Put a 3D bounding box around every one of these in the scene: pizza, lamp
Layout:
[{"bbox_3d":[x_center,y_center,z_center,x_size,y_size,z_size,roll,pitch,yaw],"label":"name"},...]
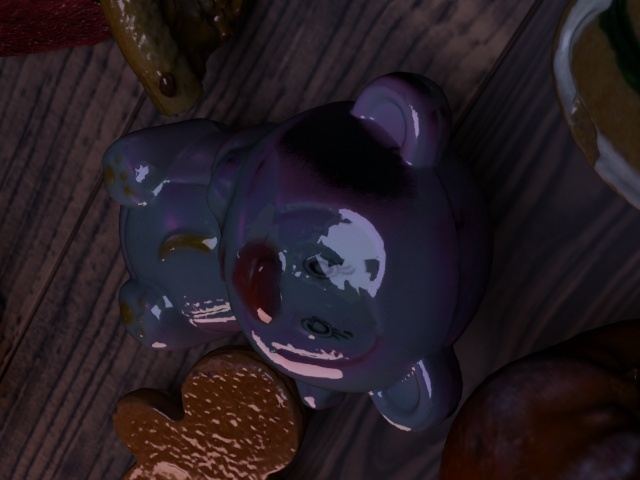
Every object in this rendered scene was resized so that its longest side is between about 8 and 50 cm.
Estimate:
[{"bbox_3d":[-0.108,-0.189,0.859,0.062,0.161,0.182,-10,94,33],"label":"pizza"},{"bbox_3d":[0.000,0.000,0.841,0.301,0.247,0.247,6,102,45],"label":"lamp"}]

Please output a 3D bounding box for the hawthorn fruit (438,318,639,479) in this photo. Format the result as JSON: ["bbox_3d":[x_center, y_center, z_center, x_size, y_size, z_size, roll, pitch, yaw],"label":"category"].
[{"bbox_3d":[0.214,0.178,0.754,0.284,0.284,0.285,6,105,22],"label":"hawthorn fruit"}]

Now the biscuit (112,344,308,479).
[{"bbox_3d":[-0.099,0.214,0.997,0.205,0.049,0.324,32,126,11],"label":"biscuit"}]

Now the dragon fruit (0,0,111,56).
[{"bbox_3d":[-0.227,-0.246,0.891,0.126,0.274,0.161,-10,90,-16],"label":"dragon fruit"}]

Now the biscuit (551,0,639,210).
[{"bbox_3d":[0.290,-0.147,0.675,0.344,0.057,0.287,-52,50,33],"label":"biscuit"}]
